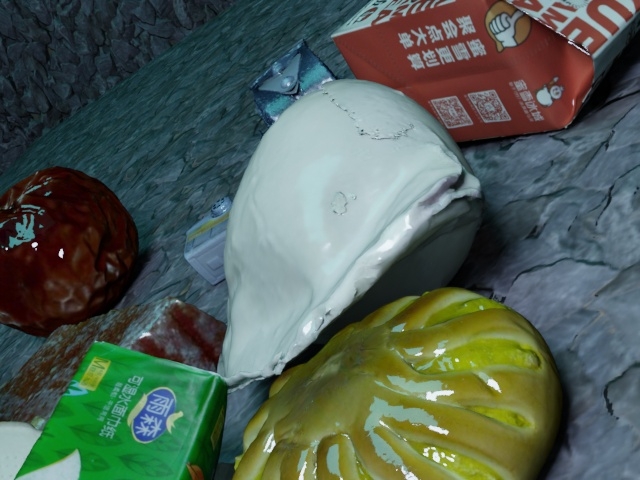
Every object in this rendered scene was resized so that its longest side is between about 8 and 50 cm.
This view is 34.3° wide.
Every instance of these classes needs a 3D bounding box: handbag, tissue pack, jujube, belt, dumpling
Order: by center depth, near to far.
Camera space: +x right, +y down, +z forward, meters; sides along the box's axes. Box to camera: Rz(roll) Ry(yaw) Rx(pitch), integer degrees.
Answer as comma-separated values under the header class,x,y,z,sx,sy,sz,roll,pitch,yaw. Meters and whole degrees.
class,x,y,z,sx,sy,sz,roll,pitch,yaw
tissue pack,-0.113,0.197,0.640,0.209,0.156,0.148,-71,-3,-53
dumpling,-0.001,-0.001,0.809,0.260,0.181,0.341,-48,38,6
handbag,0.173,-0.196,0.943,0.171,0.151,0.298,-45,24,-30
belt,-0.024,-0.155,1.242,0.128,0.122,0.218,-40,13,5
jujube,-0.349,0.020,1.351,0.213,0.213,0.232,-32,16,21

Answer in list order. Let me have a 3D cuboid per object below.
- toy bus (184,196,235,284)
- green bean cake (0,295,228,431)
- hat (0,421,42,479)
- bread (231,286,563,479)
class,x,y,z,sx,sy,sz,roll,pitch,yaw
toy bus,-0.063,-0.026,1.124,0.190,0.064,0.075,-31,28,24
green bean cake,-0.202,0.138,0.969,0.198,0.097,0.233,-50,22,-23
hat,-0.276,0.274,0.762,0.301,0.168,0.258,-23,53,-21
bread,0.035,0.112,0.600,0.213,0.104,0.213,-32,24,16
